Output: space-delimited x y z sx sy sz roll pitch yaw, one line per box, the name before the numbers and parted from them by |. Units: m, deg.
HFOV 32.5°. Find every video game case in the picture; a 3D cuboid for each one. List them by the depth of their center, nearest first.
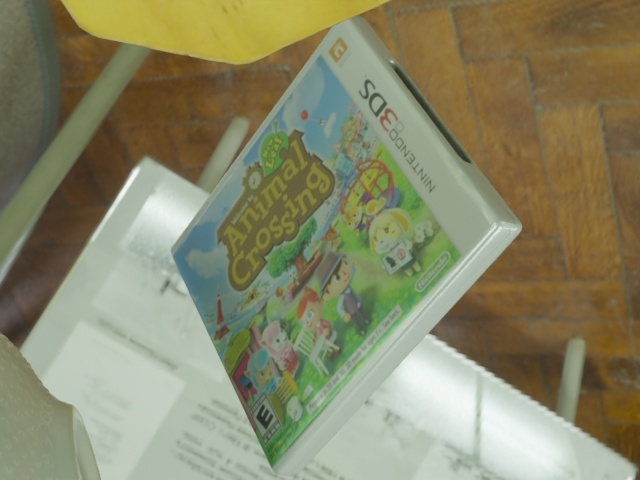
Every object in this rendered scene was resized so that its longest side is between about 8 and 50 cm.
video game case | 0.000 0.000 0.662 0.023 0.193 0.212 13 125 -43

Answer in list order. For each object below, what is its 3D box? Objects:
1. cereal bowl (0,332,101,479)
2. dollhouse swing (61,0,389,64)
cereal bowl | -0.199 0.190 0.652 0.141 0.339 0.339 -14 133 -9
dollhouse swing | -0.016 -0.286 0.304 0.346 0.315 0.305 -23 153 9
